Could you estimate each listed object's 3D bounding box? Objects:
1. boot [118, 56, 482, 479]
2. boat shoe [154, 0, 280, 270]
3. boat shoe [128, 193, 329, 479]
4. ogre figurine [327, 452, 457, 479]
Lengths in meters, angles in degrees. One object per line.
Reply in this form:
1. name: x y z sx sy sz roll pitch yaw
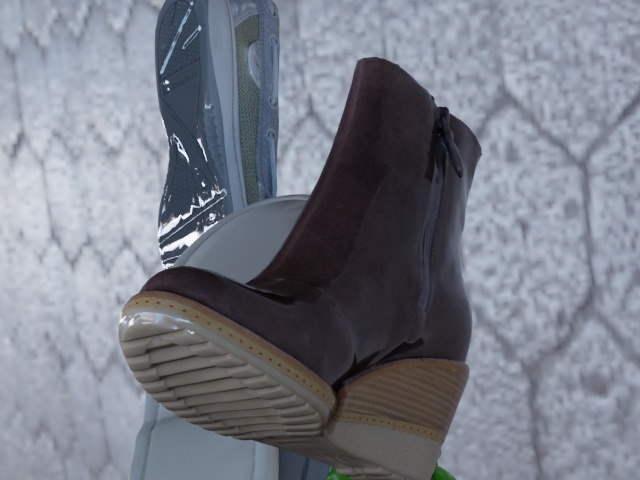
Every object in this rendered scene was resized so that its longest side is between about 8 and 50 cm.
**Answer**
1. boot: 0.000 0.000 0.805 0.090 0.248 0.207 -5 66 34
2. boat shoe: -0.072 -0.059 1.365 0.118 0.103 0.320 -17 77 53
3. boat shoe: -0.042 0.095 0.975 0.319 0.116 0.099 -79 -25 -50
4. ogre figurine: 0.053 0.179 1.084 0.097 0.197 0.118 -41 72 45
